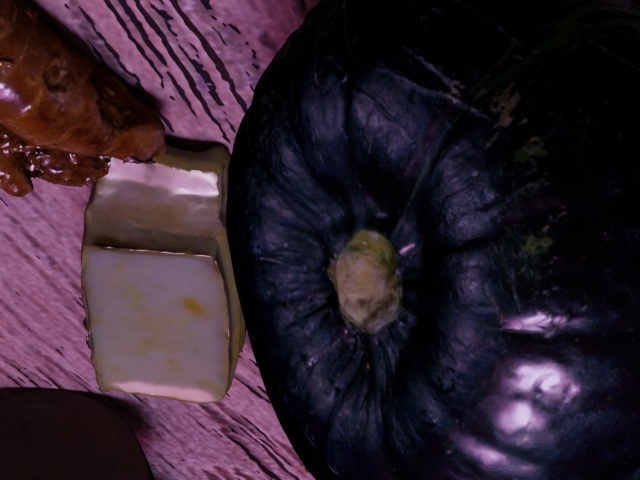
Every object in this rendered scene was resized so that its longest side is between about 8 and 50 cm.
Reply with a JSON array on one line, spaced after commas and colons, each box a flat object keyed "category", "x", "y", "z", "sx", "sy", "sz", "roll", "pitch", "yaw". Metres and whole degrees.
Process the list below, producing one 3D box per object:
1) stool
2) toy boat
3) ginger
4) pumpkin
[{"category": "stool", "x": -0.208, "y": 0.263, "z": 1.589, "sx": 0.179, "sy": 0.179, "sz": 0.264, "roll": 3, "pitch": 148, "yaw": 9}, {"category": "toy boat", "x": -0.105, "y": 0.039, "z": 1.302, "sx": 0.111, "sy": 0.084, "sz": 0.276, "roll": 6, "pitch": 147, "yaw": 0}, {"category": "ginger", "x": -0.176, "y": -0.075, "z": 1.146, "sx": 0.103, "sy": 0.073, "sz": 0.162, "roll": -19, "pitch": 139, "yaw": 37}, {"category": "pumpkin", "x": 0.095, "y": -0.002, "z": 1.004, "sx": 0.238, "sy": 0.315, "sz": 0.315, "roll": -13, "pitch": 162, "yaw": -36}]
